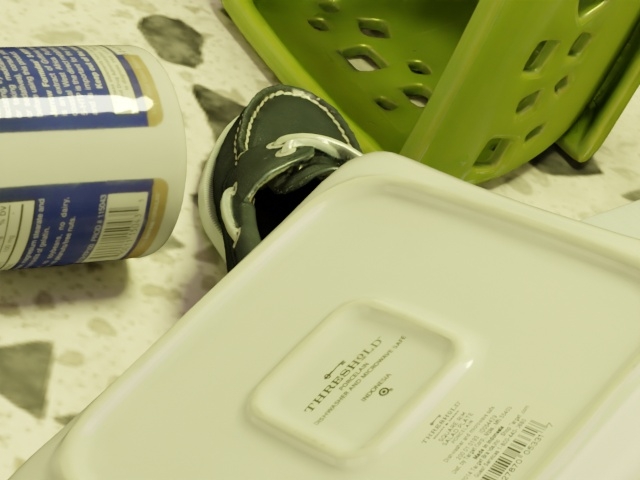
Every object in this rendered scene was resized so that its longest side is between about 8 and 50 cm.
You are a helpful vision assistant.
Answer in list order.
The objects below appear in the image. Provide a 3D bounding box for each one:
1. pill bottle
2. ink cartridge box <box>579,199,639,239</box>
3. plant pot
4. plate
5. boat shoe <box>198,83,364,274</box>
[{"bbox_3d":[-0.171,-0.040,0.850,0.187,0.112,0.112,-4,44,-31],"label":"pill bottle"},{"bbox_3d":[0.128,0.103,0.652,0.385,0.091,0.308,-17,32,-16],"label":"ink cartridge box"},{"bbox_3d":[0.104,-0.178,1.077,0.207,0.227,0.228,-4,42,-40],"label":"plant pot"},{"bbox_3d":[0.021,0.068,0.684,0.277,0.045,0.278,-43,40,-24],"label":"plate"},{"bbox_3d":[0.000,0.000,0.900,0.114,0.091,0.302,9,38,-16],"label":"boat shoe"}]
